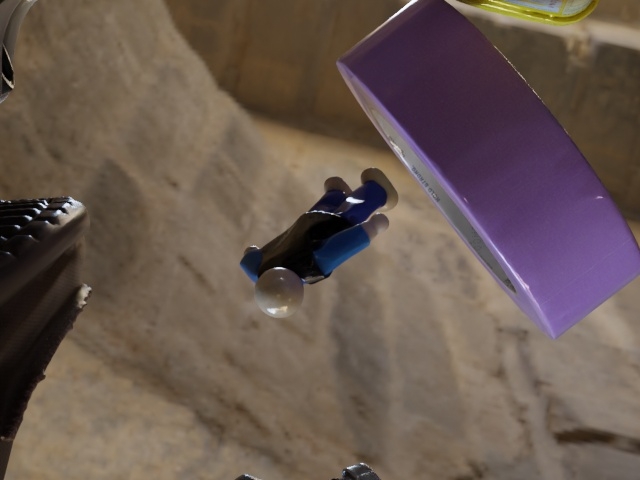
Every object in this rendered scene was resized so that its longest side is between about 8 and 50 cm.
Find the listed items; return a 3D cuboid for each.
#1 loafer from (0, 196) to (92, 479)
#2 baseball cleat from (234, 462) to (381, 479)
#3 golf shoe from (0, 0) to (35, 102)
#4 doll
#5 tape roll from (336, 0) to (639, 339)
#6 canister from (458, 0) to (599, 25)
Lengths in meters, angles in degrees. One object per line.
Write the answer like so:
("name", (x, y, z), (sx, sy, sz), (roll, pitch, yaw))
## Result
("loafer", (-0.204, 0.087, 0.614), (0.366, 0.134, 0.130), (-60, -34, -61))
("baseball cleat", (-0.002, 0.282, 1.491), (0.072, 0.206, 0.109), (9, 68, 60))
("golf shoe", (-0.237, -0.088, 0.731), (0.273, 0.120, 0.105), (-49, 16, 6))
("doll", (0.000, 0.000, 1.053), (0.189, 0.129, 0.046), (-48, -60, -53))
("tape roll", (0.129, -0.057, 1.048), (0.090, 0.275, 0.275), (-37, -2, 1))
("canister", (0.142, -0.205, 0.935), (0.170, 0.126, 0.073), (4, -79, -85))
